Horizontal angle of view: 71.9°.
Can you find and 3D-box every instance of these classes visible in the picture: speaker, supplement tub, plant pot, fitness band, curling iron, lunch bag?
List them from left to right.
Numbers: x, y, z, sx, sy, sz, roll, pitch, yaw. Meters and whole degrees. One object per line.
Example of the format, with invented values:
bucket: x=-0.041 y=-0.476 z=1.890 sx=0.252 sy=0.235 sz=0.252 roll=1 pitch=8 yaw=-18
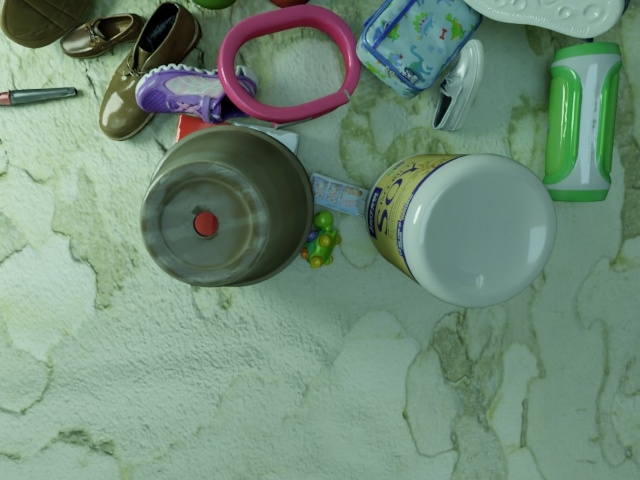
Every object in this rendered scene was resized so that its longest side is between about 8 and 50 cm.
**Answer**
curling iron: x=-0.644 y=-0.306 z=0.907 sx=0.275 sy=0.035 sz=0.068 roll=1 pitch=100 yaw=0
plant pot: x=-0.168 y=-0.045 z=0.770 sx=0.324 sy=0.280 sz=0.322 roll=0 pitch=101 yaw=-3
fitness band: x=-0.052 y=-0.336 z=0.848 sx=0.291 sy=0.054 sz=0.208 roll=-24 pitch=97 yaw=-20
lunch bag: x=0.187 y=-0.405 z=0.860 sx=0.176 sy=0.090 sz=0.219 roll=41 pitch=86 yaw=-6
supplement tub: x=0.219 y=-0.038 z=0.801 sx=0.242 sy=0.331 sz=0.240 roll=-2 pitch=101 yaw=-9
speaker: x=0.523 y=-0.229 z=0.888 sx=0.132 sy=0.131 sz=0.295 roll=-1 pitch=100 yaw=0

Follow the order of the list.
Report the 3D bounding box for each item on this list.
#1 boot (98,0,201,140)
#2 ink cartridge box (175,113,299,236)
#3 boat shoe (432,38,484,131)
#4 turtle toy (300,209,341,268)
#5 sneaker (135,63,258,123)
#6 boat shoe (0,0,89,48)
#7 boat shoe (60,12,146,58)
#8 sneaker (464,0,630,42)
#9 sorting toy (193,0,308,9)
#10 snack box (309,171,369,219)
boot: x=-0.357 y=-0.333 z=0.868 sx=0.112 sy=0.115 sz=0.305 roll=35 pitch=99 yaw=-8
ink cartridge box: x=-0.196 y=-0.102 z=0.933 sx=0.262 sy=0.066 sz=0.295 roll=10 pitch=99 yaw=-3
boat shoe: x=0.265 y=-0.300 z=0.872 sx=0.063 sy=0.066 sz=0.184 roll=-7 pitch=141 yaw=-13
turtle toy: x=0.000 y=0.000 z=0.947 sx=0.066 sy=0.095 sz=0.130 roll=24 pitch=99 yaw=17
sneaker: x=-0.231 y=-0.273 z=0.853 sx=0.237 sy=0.095 sz=0.104 roll=-8 pitch=63 yaw=-13
boat shoe: x=-0.505 y=-0.534 z=0.841 sx=0.123 sy=0.123 sz=0.341 roll=43 pitch=106 yaw=36
boat shoe: x=-0.438 y=-0.414 z=0.878 sx=0.178 sy=0.060 sz=0.064 roll=-16 pitch=100 yaw=2
sneaker: x=0.413 y=-0.493 z=0.833 sx=0.323 sy=0.236 sz=0.130 roll=29 pitch=137 yaw=11
sorting toy: x=-0.167 y=-0.484 z=0.793 sx=0.367 sy=0.126 sz=0.126 roll=-6 pitch=119 yaw=-14
snack box: x=0.056 y=-0.092 z=0.959 sx=0.179 sy=0.022 sz=0.064 roll=18 pitch=99 yaw=-4
